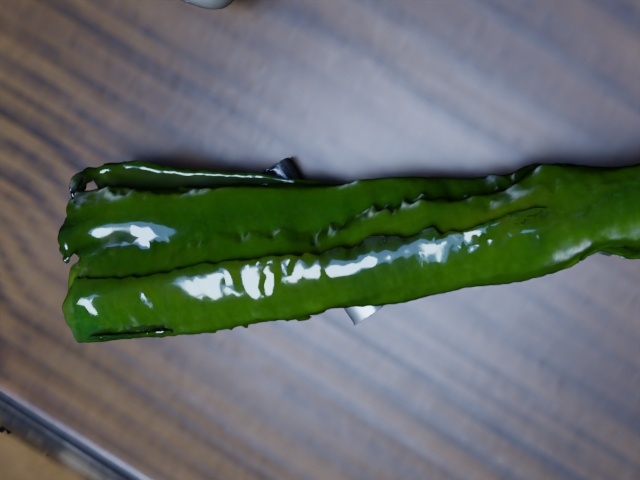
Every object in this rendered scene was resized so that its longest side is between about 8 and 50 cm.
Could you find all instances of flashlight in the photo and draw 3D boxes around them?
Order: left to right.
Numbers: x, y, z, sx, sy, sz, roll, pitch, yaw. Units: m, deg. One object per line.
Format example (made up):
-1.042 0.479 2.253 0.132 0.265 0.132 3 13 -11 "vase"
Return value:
0.000 0.000 0.518 0.018 0.018 0.083 -34 90 12 "flashlight"

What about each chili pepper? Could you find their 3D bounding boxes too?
0.068 0.004 0.471 0.359 0.076 0.085 1 68 5 "chili pepper"

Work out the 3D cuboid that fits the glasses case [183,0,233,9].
-0.111 -0.176 0.484 0.204 0.081 0.051 42 104 1 "glasses case"
